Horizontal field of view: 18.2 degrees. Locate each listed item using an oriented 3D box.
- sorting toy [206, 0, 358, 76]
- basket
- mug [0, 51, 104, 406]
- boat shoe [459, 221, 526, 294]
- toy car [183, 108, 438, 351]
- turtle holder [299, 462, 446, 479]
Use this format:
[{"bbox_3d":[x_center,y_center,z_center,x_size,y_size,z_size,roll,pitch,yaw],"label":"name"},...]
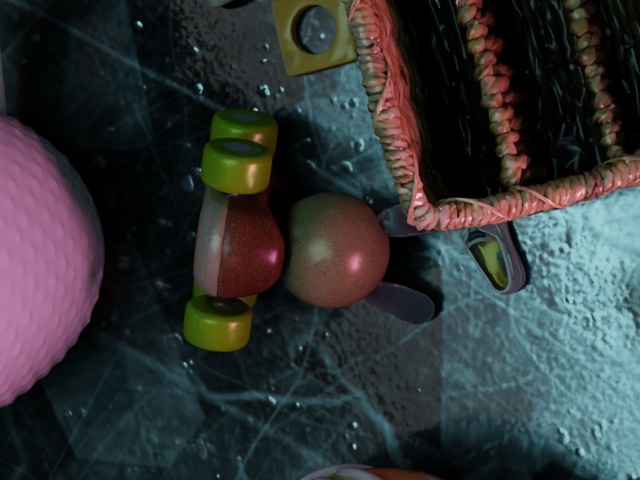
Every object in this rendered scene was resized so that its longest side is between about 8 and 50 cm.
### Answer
[{"bbox_3d":[-0.046,-0.297,1.533,0.196,0.047,0.347,-26,84,23],"label":"sorting toy"},{"bbox_3d":[0.139,-0.168,1.357,0.213,0.223,0.299,-14,88,15],"label":"basket"},{"bbox_3d":[-0.315,-0.031,1.519,0.276,0.328,0.374,5,96,23],"label":"mug"},{"bbox_3d":[0.121,-0.005,1.491,0.035,0.035,0.100,-25,85,23],"label":"boat shoe"},{"bbox_3d":[0.000,0.000,1.511,0.188,0.149,0.155,8,111,-1],"label":"toy car"},{"bbox_3d":[0.036,0.312,1.463,0.227,0.243,0.320,55,141,46],"label":"turtle holder"}]
